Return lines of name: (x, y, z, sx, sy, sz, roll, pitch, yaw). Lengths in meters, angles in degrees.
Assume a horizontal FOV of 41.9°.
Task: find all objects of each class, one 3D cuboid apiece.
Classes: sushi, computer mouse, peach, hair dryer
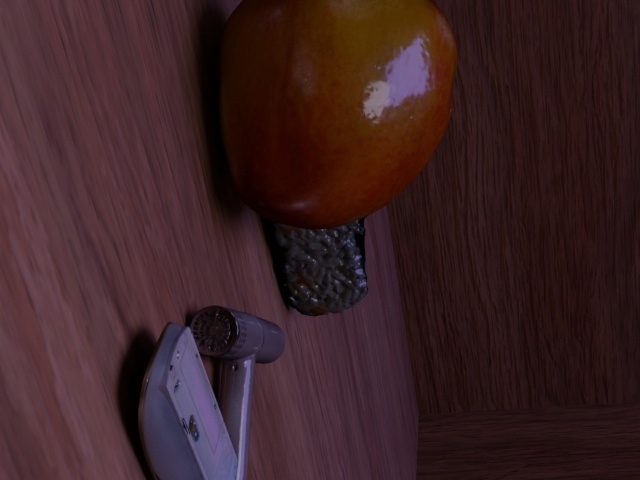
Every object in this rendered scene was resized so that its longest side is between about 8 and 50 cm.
sushi: (0.000, 0.000, 1.181, 0.225, 0.136, 0.126, 83, 11, -46)
computer mouse: (-0.116, 0.163, 0.721, 0.102, 0.045, 0.199, -79, 160, -54)
peach: (0.018, -0.162, 0.984, 0.289, 0.289, 0.307, 66, 15, -58)
hair dryer: (-0.080, 0.186, 0.881, 0.195, 0.054, 0.220, 38, 48, -75)
